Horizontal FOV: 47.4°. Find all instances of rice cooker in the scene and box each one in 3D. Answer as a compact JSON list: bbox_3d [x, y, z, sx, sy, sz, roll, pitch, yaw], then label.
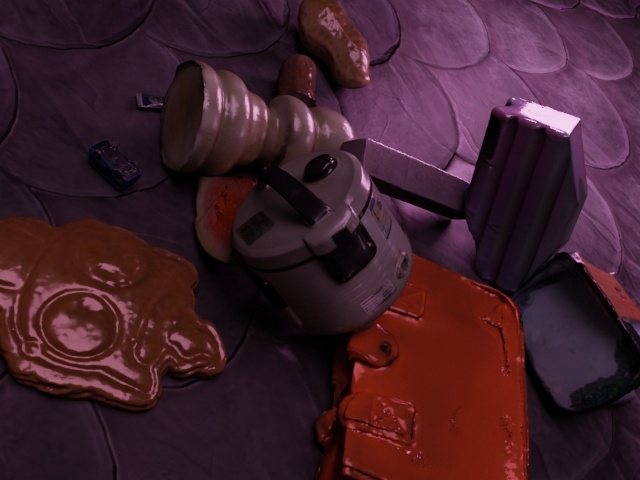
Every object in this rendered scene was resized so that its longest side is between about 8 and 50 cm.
[{"bbox_3d":[0.000,0.000,1.032,0.244,0.226,0.226,58,34,-34],"label":"rice cooker"}]

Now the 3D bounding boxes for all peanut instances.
[{"bbox_3d":[0.027,-0.415,1.533,0.120,0.110,0.237,-4,62,-58],"label":"peanut"}]

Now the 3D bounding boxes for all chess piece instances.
[{"bbox_3d":[-0.089,-0.182,1.246,0.330,0.182,0.182,7,52,-33],"label":"chess piece"}]

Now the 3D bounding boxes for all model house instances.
[{"bbox_3d":[0.516,0.175,1.319,0.291,0.184,0.253,10,43,-41],"label":"model house"}]

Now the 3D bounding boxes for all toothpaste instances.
[{"bbox_3d":[-0.254,-0.239,1.285,0.139,0.021,0.037,3,49,-25],"label":"toothpaste"}]

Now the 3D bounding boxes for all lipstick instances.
[{"bbox_3d":[0.169,-0.106,1.319,0.317,0.068,0.066,16,79,-40],"label":"lipstick"}]

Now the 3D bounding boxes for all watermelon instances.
[{"bbox_3d":[-0.118,-0.020,1.137,0.192,0.137,0.146,14,78,1],"label":"watermelon"}]

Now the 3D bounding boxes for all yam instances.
[{"bbox_3d":[-0.047,-0.295,1.412,0.084,0.084,0.127,16,45,-18],"label":"yam"}]

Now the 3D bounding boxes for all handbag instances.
[{"bbox_3d":[0.160,0.216,1.094,0.303,0.116,0.410,23,47,-11],"label":"handbag"}]

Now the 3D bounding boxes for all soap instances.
[{"bbox_3d":[0.370,-0.072,1.321,0.192,0.324,0.109,26,33,24],"label":"soap"}]

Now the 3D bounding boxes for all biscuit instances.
[{"bbox_3d":[-0.296,0.090,0.978,0.375,0.051,0.269,25,48,-11],"label":"biscuit"}]

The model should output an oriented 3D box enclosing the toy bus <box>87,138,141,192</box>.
[{"bbox_3d":[-0.320,-0.115,1.130,0.083,0.046,0.038,42,45,9],"label":"toy bus"}]
